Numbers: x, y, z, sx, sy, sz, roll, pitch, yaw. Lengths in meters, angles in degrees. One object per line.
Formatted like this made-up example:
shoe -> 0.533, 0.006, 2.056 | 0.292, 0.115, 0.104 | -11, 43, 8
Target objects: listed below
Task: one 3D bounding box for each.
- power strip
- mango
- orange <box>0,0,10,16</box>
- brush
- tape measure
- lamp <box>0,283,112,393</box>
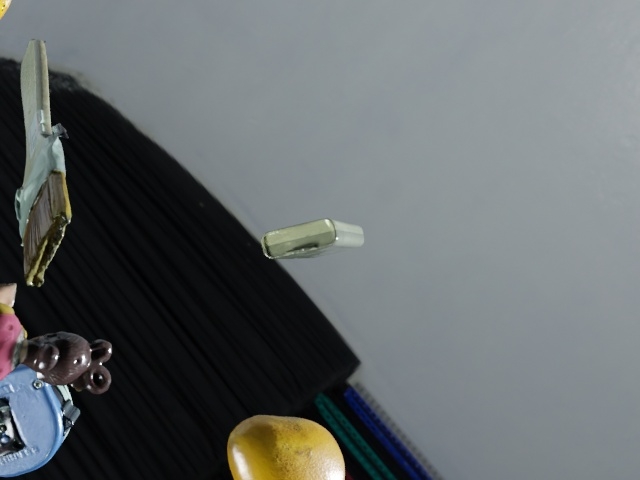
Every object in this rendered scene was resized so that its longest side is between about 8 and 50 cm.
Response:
power strip -> 0.000, 0.000, 0.966 | 0.092, 0.034, 0.268 | -13, 176, 11
mango -> -0.053, 0.324, 1.061 | 0.112, 0.219, 0.145 | -9, -125, 44
orange -> -0.773, -0.567, 1.416 | 0.424, 0.326, 0.424 | -168, -90, -84
brush -> -0.252, -0.095, 0.649 | 0.020, 0.336, 0.085 | 16, 120, -33
tape measure -> -0.621, 0.327, 1.312 | 0.351, 0.215, 0.098 | -17, -169, 4
lamp -> -0.272, 0.056, 0.486 | 0.253, 0.118, 0.118 | 15, 131, -36
